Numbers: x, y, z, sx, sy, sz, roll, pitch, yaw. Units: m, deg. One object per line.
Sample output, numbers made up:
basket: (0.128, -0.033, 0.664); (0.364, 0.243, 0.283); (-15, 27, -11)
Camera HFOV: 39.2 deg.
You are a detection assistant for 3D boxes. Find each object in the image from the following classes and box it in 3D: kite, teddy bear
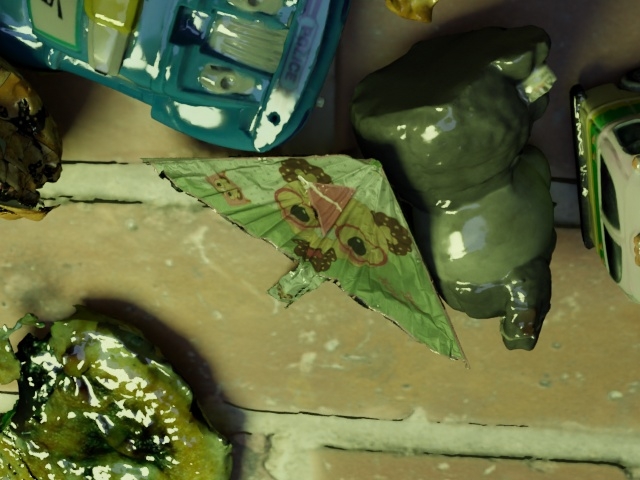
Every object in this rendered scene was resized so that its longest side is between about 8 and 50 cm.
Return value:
kite: (0.000, 0.000, 0.709); (0.323, 0.013, 0.268); (32, 149, 0)
teddy bear: (0.107, -0.047, 0.700); (0.171, 0.144, 0.251); (16, 140, 36)

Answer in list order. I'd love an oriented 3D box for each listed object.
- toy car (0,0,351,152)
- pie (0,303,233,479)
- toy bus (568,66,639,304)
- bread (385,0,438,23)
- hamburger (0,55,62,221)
toy car: (-0.134, -0.180, 0.637); (0.314, 0.166, 0.198); (21, 112, -4)
pie: (-0.245, 0.238, 0.895); (0.296, 0.078, 0.371); (36, 113, -13)
toy bus: (0.347, -0.050, 0.636); (0.305, 0.179, 0.143); (-8, 114, 9)
bread: (0.074, -0.321, 0.538); (0.194, 0.179, 0.340); (-12, 111, 9)
hamburger: (-0.290, -0.093, 0.674); (0.231, 0.231, 0.107); (22, 77, -5)
